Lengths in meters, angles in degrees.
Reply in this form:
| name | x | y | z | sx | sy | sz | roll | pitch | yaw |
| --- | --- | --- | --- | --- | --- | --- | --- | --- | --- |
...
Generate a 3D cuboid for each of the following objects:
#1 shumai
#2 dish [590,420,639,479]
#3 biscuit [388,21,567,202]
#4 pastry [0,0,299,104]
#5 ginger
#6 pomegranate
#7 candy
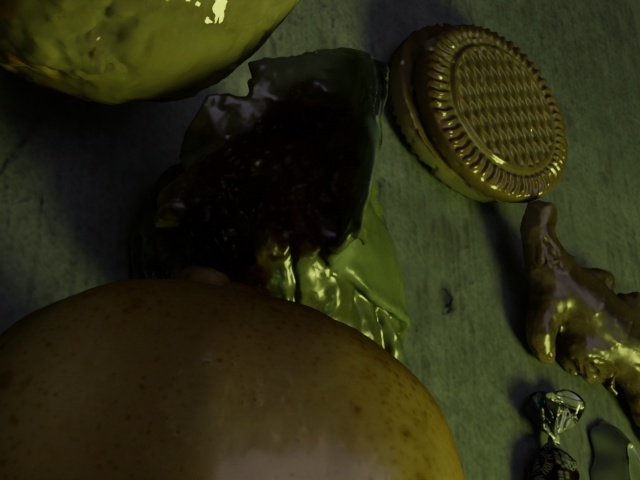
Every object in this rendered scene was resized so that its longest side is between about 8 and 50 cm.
| name | x | y | z | sx | sy | sz | roll | pitch | yaw |
| --- | --- | --- | --- | --- | --- | --- | --- | --- | --- |
| shumai | 0.000 | 0.000 | 1.221 | 0.292 | 0.288 | 0.330 | -5 | 68 | -44 |
| dish | 0.360 | 0.274 | 1.560 | 0.091 | 0.039 | 0.137 | 10 | 62 | -37 |
| biscuit | 0.196 | -0.158 | 1.637 | 0.259 | 0.079 | 0.259 | 20 | 56 | -32 |
| pastry | -0.194 | -0.301 | 1.210 | 0.388 | 0.313 | 0.388 | 14 | 67 | -34 |
| ginger | 0.339 | 0.111 | 1.597 | 0.333 | 0.080 | 0.166 | 45 | 61 | -18 |
| pomegranate | -0.084 | 0.200 | 0.951 | 0.417 | 0.417 | 0.416 | 21 | 54 | -32 |
| candy | 0.267 | 0.263 | 1.476 | 0.094 | 0.051 | 0.226 | 33 | 48 | -27 |
